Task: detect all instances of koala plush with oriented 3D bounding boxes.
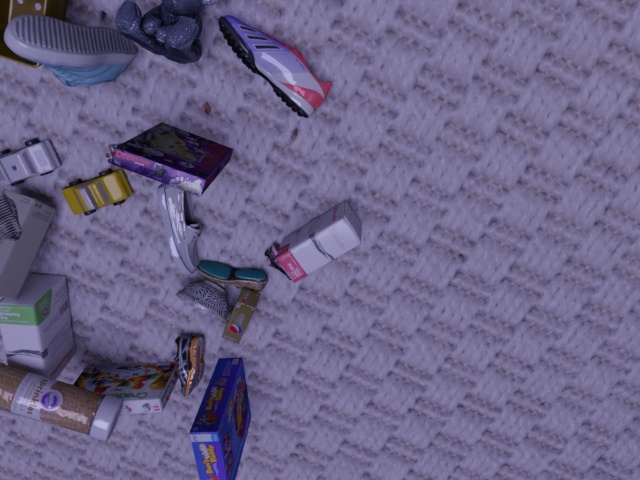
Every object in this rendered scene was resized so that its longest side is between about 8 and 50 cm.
[{"bbox_3d":[-0.339,-0.552,1.428,0.196,0.203,0.221,18,91,9],"label":"koala plush"}]

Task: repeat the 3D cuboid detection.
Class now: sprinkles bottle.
[{"bbox_3d":[-0.735,0.444,1.652,0.356,0.121,0.121,19,112,-6],"label":"sprinkles bottle"}]

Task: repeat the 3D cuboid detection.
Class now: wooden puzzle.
[{"bbox_3d":[-0.547,-0.239,1.637,0.083,0.006,0.049,-7,112,6],"label":"wooden puzzle"}]

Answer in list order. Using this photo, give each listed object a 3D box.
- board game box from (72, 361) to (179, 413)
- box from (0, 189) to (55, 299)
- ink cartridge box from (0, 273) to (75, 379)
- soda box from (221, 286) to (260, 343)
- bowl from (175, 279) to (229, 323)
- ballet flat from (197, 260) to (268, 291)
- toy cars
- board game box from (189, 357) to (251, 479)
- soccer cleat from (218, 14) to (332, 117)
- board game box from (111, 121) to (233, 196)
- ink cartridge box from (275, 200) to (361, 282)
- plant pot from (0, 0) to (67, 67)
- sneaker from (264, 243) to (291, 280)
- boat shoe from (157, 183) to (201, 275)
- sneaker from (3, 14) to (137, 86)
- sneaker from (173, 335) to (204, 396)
[{"bbox_3d":[-0.600,0.448,1.820,0.305,0.193,0.053,-4,112,5],"label":"board game box"},{"bbox_3d":[-0.840,0.012,1.630,0.113,0.094,0.275,15,79,17],"label":"box"},{"bbox_3d":[-0.821,0.261,1.752,0.115,0.198,0.272,3,112,2],"label":"ink cartridge box"},{"bbox_3d":[-0.232,0.220,1.746,0.058,0.061,0.181,23,132,-7],"label":"soda box"},{"bbox_3d":[-0.323,0.165,1.730,0.170,0.170,0.080,32,74,-10],"label":"bowl"},{"bbox_3d":[-0.256,0.112,1.732,0.206,0.073,0.067,12,127,2],"label":"ballet flat"},{"bbox_3d":[-0.717,-0.164,1.634,0.394,0.087,0.176,22,111,-5],"label":"toy cars"},{"bbox_3d":[-0.282,0.537,1.754,0.078,0.347,0.233,-3,111,5],"label":"board game box"},{"bbox_3d":[-0.112,-0.449,1.486,0.318,0.108,0.116,43,88,-11],"label":"soccer cleat"},{"bbox_3d":[-0.343,-0.206,1.456,0.208,0.347,0.056,24,109,-7],"label":"board game box"},{"bbox_3d":[0.000,0.000,1.620,0.218,0.158,0.092,-33,105,15],"label":"ink cartridge box"},{"bbox_3d":[-0.714,-0.553,1.422,0.212,0.187,0.212,17,113,-4],"label":"plant pot"},{"bbox_3d":[-0.117,0.068,1.720,0.057,0.047,0.119,-29,100,21],"label":"sneaker"},{"bbox_3d":[-0.374,-0.033,1.667,0.088,0.096,0.267,-9,101,8],"label":"boat shoe"},{"bbox_3d":[-0.575,-0.409,1.384,0.135,0.366,0.150,47,114,9],"label":"sneaker"},{"bbox_3d":[-0.410,0.381,1.849,0.083,0.084,0.214,14,109,12],"label":"sneaker"}]
